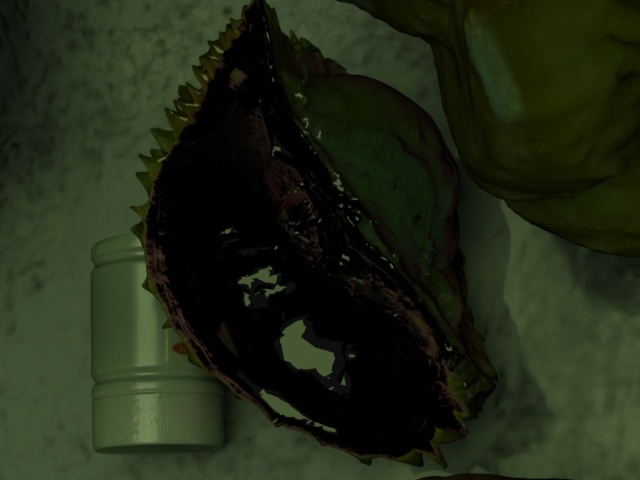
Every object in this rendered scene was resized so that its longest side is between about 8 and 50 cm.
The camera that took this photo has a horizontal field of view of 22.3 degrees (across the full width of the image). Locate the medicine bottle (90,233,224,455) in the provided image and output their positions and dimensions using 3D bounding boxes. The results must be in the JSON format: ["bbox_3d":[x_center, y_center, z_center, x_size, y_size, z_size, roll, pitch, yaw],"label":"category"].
[{"bbox_3d":[-0.068,0.044,0.683,0.057,0.057,0.089,-6,77,17],"label":"medicine bottle"}]

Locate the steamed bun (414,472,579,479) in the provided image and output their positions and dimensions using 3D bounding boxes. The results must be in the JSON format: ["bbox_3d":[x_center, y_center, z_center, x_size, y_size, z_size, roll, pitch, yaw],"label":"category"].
[{"bbox_3d":[0.082,0.171,0.584,0.145,0.106,0.175,3,78,18],"label":"steamed bun"}]

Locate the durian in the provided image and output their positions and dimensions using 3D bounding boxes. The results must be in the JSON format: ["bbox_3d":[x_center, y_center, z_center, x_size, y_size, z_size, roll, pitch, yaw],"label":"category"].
[{"bbox_3d":[0.002,-0.002,0.652,0.119,0.108,0.186,-29,97,32],"label":"durian"}]

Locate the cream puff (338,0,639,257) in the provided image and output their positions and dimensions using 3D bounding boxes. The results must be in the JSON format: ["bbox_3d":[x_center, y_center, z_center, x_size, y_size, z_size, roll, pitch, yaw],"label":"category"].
[{"bbox_3d":[0.178,-0.138,0.526,0.378,0.275,0.378,-4,76,16],"label":"cream puff"}]
